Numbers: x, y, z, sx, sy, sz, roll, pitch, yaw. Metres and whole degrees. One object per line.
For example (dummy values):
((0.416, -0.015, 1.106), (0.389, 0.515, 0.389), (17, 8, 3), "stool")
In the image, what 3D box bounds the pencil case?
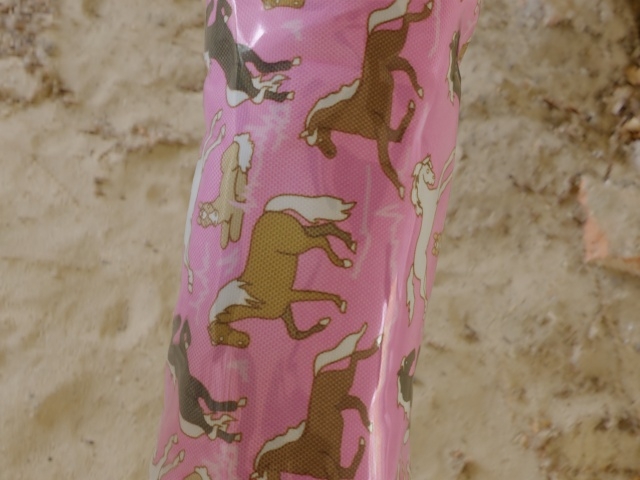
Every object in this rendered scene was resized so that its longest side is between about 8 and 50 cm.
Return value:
((0.000, 0.000, 0.628), (0.160, 0.167, 0.386), (5, 94, -22), "pencil case")
